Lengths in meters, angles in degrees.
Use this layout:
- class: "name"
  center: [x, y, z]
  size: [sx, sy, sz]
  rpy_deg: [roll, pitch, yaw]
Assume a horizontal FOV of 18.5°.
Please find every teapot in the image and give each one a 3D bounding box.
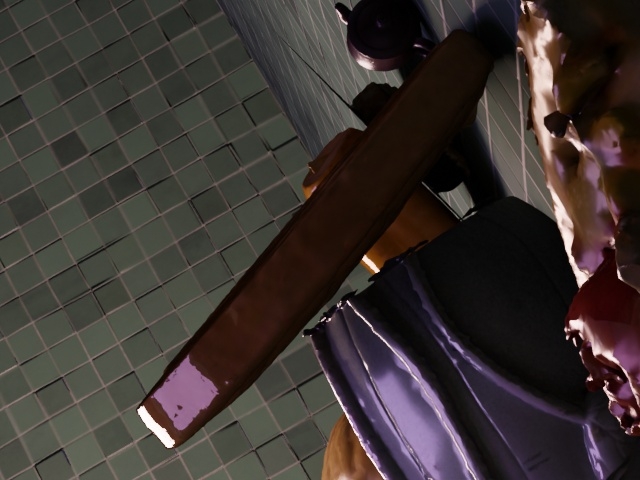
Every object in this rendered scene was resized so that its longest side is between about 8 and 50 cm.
- class: "teapot"
  center: [0.058, -0.183, 1.708]
  size: [0.100, 0.068, 0.045]
  rpy_deg: [23, 166, 11]

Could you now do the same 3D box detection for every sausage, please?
- class: "sausage"
  center: [0.115, 0.022, 2.004]
  size: [0.328, 0.112, 0.112]
  rpy_deg: [44, 180, -12]

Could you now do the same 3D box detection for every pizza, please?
- class: "pizza"
  center: [0.221, 0.090, 1.005]
  size: [0.440, 0.130, 0.406]
  rpy_deg: [63, 179, -39]

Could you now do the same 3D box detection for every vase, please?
- class: "vase"
  center: [0.198, 0.191, 1.500]
  size: [0.445, 0.250, 0.250]
  rpy_deg: [55, 177, 6]

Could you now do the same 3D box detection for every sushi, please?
- class: "sushi"
  center: [0.088, -0.104, 1.910]
  size: [0.264, 0.050, 0.290]
  rpy_deg: [42, -175, -34]

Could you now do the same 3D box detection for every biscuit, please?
- class: "biscuit"
  center: [0.002, 0.002, 1.516]
  size: [0.062, 0.385, 0.365]
  rpy_deg: [40, -179, -3]

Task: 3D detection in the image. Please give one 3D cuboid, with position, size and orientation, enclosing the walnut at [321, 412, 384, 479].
- class: "walnut"
  center: [0.156, 0.275, 2.133]
  size: [0.333, 0.333, 0.333]
  rpy_deg: [60, 177, 5]
